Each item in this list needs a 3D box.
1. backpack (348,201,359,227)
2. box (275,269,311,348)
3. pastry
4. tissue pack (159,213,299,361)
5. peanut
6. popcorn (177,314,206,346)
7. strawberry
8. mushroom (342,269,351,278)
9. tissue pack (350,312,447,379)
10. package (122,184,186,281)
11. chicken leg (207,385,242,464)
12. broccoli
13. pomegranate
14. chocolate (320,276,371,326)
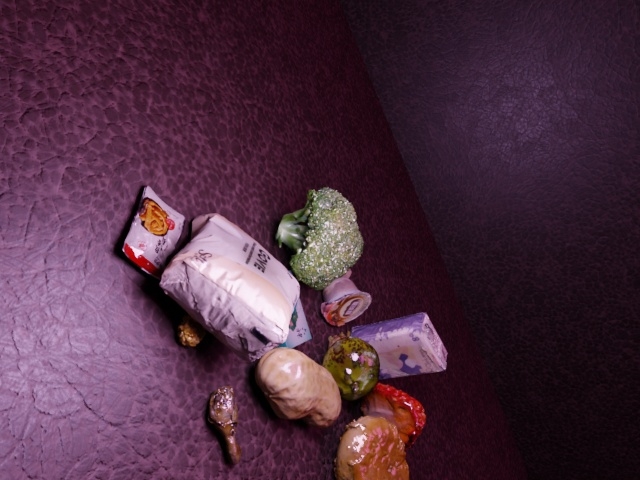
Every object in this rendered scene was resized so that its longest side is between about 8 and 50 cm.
[{"bbox_3d":[0.112,-0.081,2.259,0.120,0.105,0.165,-110,180,-52],"label":"backpack"},{"bbox_3d":[-0.133,0.228,1.618,0.153,0.092,0.245,-9,80,-62],"label":"box"},{"bbox_3d":[0.159,0.752,1.694,0.284,0.184,0.316,-11,85,-41],"label":"pastry"},{"bbox_3d":[-0.228,0.115,1.364,0.390,0.195,0.375,40,21,-13],"label":"tissue pack"},{"bbox_3d":[-0.055,0.458,1.525,0.387,0.169,0.192,46,51,-40],"label":"peanut"},{"bbox_3d":[-0.333,0.231,1.291,0.082,0.057,0.083,-7,76,-63],"label":"popcorn"},{"bbox_3d":[0.288,0.641,1.860,0.149,0.336,0.265,-13,79,-30],"label":"strawberry"},{"bbox_3d":[0.074,0.135,2.091,0.209,0.084,0.071,12,101,-65],"label":"mushroom"},{"bbox_3d":[0.311,0.432,2.017,0.242,0.343,0.125,58,32,-23],"label":"tissue pack"},{"bbox_3d":[-0.431,-0.019,1.306,0.154,0.030,0.239,49,33,-39],"label":"package"},{"bbox_3d":[-0.242,0.480,1.294,0.085,0.069,0.198,2,76,-86],"label":"chicken leg"},{"bbox_3d":[0.002,-0.008,1.775,0.310,0.321,0.413,46,22,-9],"label":"broccoli"},{"bbox_3d":[0.085,0.430,1.794,0.204,0.222,0.276,12,29,-50],"label":"pomegranate"},{"bbox_3d":[0.073,0.220,1.951,0.221,0.221,0.147,27,22,-53],"label":"chocolate"}]
